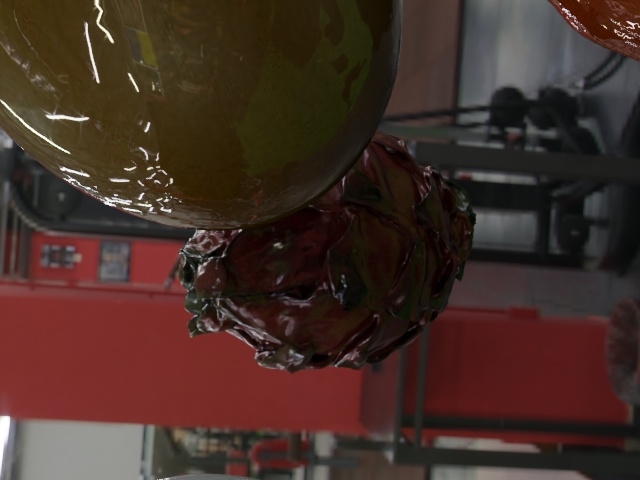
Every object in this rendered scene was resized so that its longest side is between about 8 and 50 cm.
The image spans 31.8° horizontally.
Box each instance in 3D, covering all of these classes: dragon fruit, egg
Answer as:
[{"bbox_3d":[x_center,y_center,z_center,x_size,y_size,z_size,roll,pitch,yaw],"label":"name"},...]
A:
[{"bbox_3d":[0.000,0.000,1.009,0.244,0.299,0.244,11,106,42],"label":"dragon fruit"},{"bbox_3d":[-0.098,-0.172,0.692,0.351,0.283,0.282,59,-179,-12],"label":"egg"}]

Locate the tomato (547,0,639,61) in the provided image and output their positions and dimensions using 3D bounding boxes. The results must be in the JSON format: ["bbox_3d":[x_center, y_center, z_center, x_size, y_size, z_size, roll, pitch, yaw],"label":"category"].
[{"bbox_3d":[0.252,-0.237,0.735,0.180,0.260,0.259,-35,-33,-39],"label":"tomato"}]

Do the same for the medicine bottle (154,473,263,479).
[{"bbox_3d":[-0.053,0.261,0.611,0.339,0.208,0.208,93,179,-67],"label":"medicine bottle"}]
